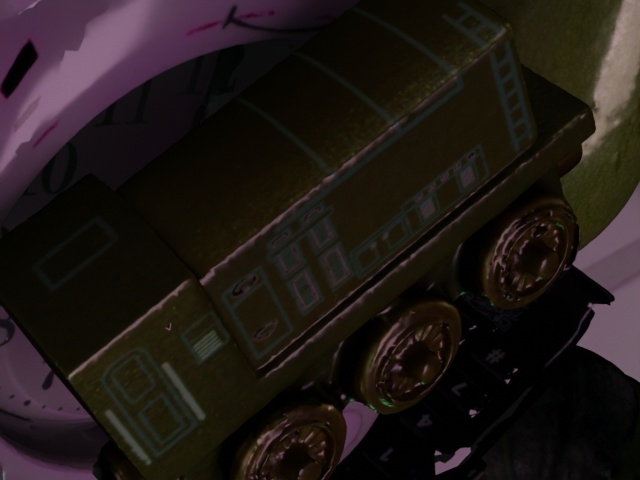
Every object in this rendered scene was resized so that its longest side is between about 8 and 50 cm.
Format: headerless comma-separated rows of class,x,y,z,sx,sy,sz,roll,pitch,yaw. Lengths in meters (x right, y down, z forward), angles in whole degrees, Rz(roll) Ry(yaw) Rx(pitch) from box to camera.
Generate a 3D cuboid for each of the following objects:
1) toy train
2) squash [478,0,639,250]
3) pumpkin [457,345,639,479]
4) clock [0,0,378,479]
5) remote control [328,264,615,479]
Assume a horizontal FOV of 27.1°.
toy train,0.000,0.000,0.474,0.225,0.090,0.137,-40,138,-13
squash,0.140,-0.146,0.643,0.118,0.118,0.370,-10,128,-40
pumpkin,0.117,0.176,0.863,0.250,0.216,0.249,-4,109,-12
clock,-0.071,-0.021,0.546,0.296,0.113,0.322,-8,128,-41
remote control,-0.018,0.134,0.724,0.399,0.144,0.062,-40,144,-15
